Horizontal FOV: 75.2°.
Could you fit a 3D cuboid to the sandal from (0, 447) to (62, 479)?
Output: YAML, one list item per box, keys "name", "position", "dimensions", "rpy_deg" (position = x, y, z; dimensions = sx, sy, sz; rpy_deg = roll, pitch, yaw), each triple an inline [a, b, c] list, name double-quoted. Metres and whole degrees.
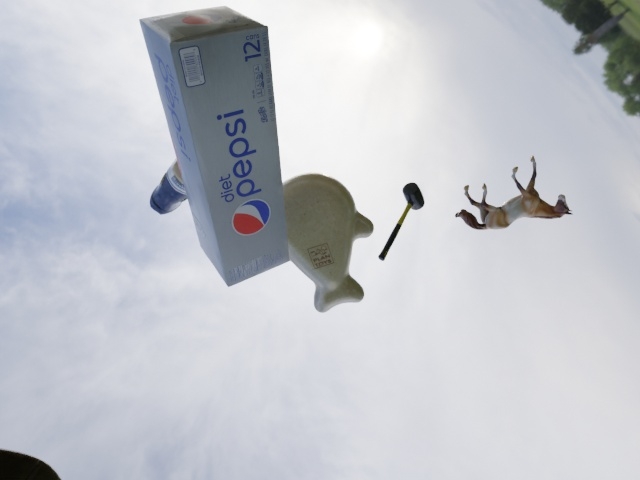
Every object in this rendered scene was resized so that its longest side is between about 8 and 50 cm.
- name: "sandal"
  position: [-0.265, 0.139, 0.240]
  dimensions: [0.219, 0.060, 0.090]
  rpy_deg: [25, -131, -20]

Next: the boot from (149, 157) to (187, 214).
- name: "boot"
  position: [-0.207, -0.119, 0.672]
  dimensions: [0.069, 0.086, 0.190]
  rpy_deg: [46, -147, -17]

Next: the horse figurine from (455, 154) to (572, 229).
- name: "horse figurine"
  position: [0.482, -0.094, 1.072]
  dimensions: [0.174, 0.263, 0.066]
  rpy_deg: [59, -164, -19]

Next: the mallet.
- name: "mallet"
  position: [0.168, -0.044, 0.890]
  dimensions: [0.190, 0.039, 0.062]
  rpy_deg: [-54, -44, -25]

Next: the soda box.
- name: "soda box"
  position: [-0.104, -0.088, 0.461]
  dimensions: [0.091, 0.286, 0.098]
  rpy_deg: [-24, -134, -24]

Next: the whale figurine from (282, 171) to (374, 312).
- name: "whale figurine"
  position: [0.000, 0.000, 0.821]
  dimensions: [0.141, 0.216, 0.272]
  rpy_deg: [-81, -30, -77]
